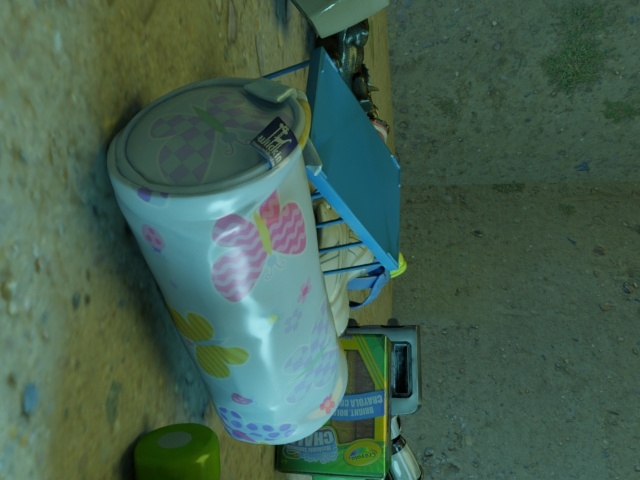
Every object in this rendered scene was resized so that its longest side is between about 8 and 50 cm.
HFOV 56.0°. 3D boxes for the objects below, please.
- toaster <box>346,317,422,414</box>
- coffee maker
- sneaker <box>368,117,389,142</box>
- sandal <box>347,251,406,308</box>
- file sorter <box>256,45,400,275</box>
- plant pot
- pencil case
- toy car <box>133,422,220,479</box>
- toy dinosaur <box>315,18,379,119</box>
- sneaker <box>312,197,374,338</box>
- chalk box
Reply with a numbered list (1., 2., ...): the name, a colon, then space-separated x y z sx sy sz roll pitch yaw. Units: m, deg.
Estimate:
1. toaster: 0.093 0.233 1.071 0.110 0.167 0.186 47 43 -72
2. coffee maker: 0.113 0.452 1.283 0.120 0.171 0.178 -161 -132 -78
3. sneaker: 0.063 -0.113 1.043 0.314 0.115 0.136 52 40 -74
4. sandal: 0.054 0.028 1.006 0.138 0.126 0.317 -50 148 -7
5. file sorter: -0.008 -0.055 0.535 0.170 0.104 0.118 46 40 -48
6. plant pot: 0.010 -0.313 0.729 0.109 0.096 0.109 52 9 5
7. pencil case: -0.047 0.027 0.416 0.124 0.113 0.273 -52 148 -38
8. toy car: -0.024 0.203 0.328 0.149 0.188 0.155 -44 134 -76
9. toy dinosaur: 0.034 -0.298 0.932 0.314 0.120 0.160 81 4 -46
10. sneaker: 0.000 0.000 0.724 0.297 0.110 0.130 -74 155 -61
11. chalk box: 0.023 0.228 0.760 0.132 0.132 0.213 56 34 -73
